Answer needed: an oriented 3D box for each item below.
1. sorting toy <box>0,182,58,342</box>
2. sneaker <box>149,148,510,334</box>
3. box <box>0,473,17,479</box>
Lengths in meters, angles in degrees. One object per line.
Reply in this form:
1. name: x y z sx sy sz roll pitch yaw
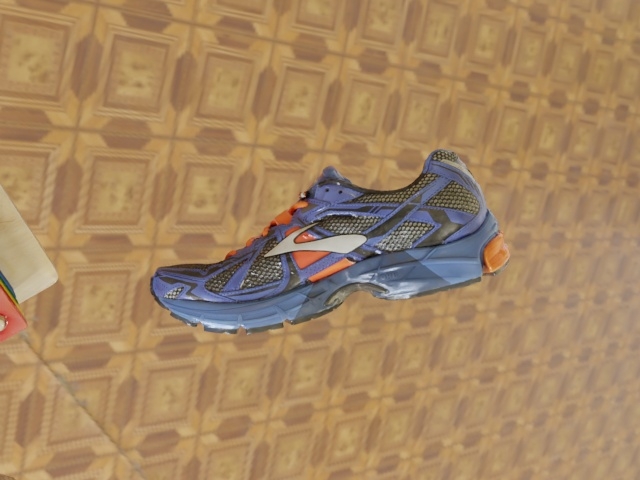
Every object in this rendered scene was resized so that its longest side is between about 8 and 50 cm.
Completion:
1. sorting toy: -0.382 0.023 0.821 0.257 0.089 0.255 -30 132 -10
2. sneaker: 0.000 0.000 0.606 0.083 0.221 0.087 -44 121 -83
3. box: -0.189 0.230 0.634 0.093 0.156 0.158 -52 173 -17
